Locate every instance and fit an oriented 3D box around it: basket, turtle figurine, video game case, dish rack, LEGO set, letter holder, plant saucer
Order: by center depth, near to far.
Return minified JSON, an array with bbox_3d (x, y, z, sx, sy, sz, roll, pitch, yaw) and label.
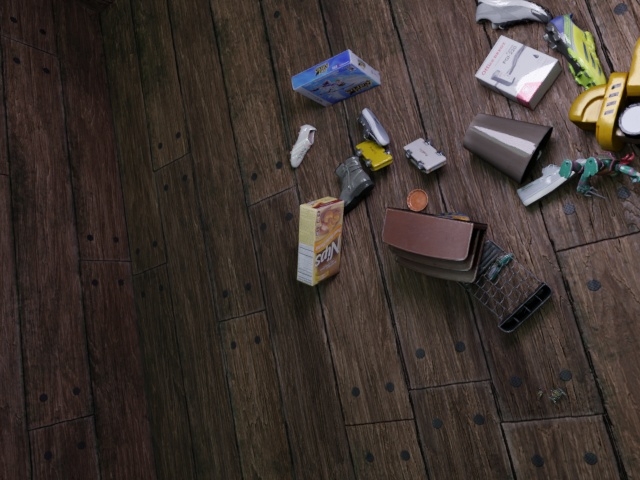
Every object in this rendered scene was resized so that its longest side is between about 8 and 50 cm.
[{"bbox_3d":[0.833,-0.202,1.434,0.175,0.234,0.118,-28,62,58],"label":"turtle figurine"},{"bbox_3d":[0.736,0.484,1.534,0.083,0.024,0.054,14,92,47],"label":"LEGO set"},{"bbox_3d":[0.601,-0.318,1.589,0.227,0.154,0.204,30,97,26],"label":"basket"},{"bbox_3d":[0.586,0.141,1.595,0.271,0.074,0.208,43,110,11],"label":"dish rack"},{"bbox_3d":[0.366,0.021,1.610,0.302,0.152,0.214,14,98,34],"label":"letter holder"},{"bbox_3d":[0.368,-0.152,1.828,0.084,0.013,0.083,-3,84,34],"label":"plant saucer"},{"bbox_3d":[0.065,-0.636,1.929,0.270,0.244,0.061,-14,80,32],"label":"video game case"}]

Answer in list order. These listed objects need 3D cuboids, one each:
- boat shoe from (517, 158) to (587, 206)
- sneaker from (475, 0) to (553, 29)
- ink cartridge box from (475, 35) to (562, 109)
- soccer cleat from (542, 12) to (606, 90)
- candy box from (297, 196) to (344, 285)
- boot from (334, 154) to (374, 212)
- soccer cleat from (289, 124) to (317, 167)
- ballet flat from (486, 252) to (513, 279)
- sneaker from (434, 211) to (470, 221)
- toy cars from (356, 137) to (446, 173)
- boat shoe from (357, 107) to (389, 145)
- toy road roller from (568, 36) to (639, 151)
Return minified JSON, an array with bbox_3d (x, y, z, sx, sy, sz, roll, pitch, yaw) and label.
[{"bbox_3d":[0.736,-0.200,1.548,0.228,0.079,0.081,-39,71,29],"label":"boat shoe"},{"bbox_3d":[0.655,-0.766,1.647,0.272,0.100,0.107,31,118,35],"label":"sneaker"},{"bbox_3d":[0.659,-0.563,1.621,0.218,0.092,0.158,41,108,31],"label":"ink cartridge box"},{"bbox_3d":[0.823,-0.593,1.517,0.121,0.093,0.289,-29,75,4],"label":"soccer cleat"},{"bbox_3d":[0.000,0.000,1.907,0.088,0.183,0.316,17,115,34],"label":"candy box"},{"bbox_3d":[0.102,-0.218,1.953,0.246,0.084,0.161,-43,67,35],"label":"boot"},{"bbox_3d":[-0.077,-0.410,2.115,0.076,0.068,0.196,21,95,30],"label":"soccer cleat"},{"bbox_3d":[0.603,0.081,1.641,0.041,0.041,0.114,45,109,28],"label":"ballet flat"},{"bbox_3d":[0.403,-0.024,1.758,0.297,0.112,0.130,-7,99,35],"label":"sneaker"},{"bbox_3d":[0.301,-0.307,1.835,0.394,0.087,0.176,9,51,34],"label":"toy cars"},{"bbox_3d":[0.198,-0.432,1.899,0.076,0.080,0.228,-44,47,25],"label":"boat shoe"},{"bbox_3d":[0.882,-0.424,1.403,0.241,0.203,0.329,18,98,44],"label":"toy road roller"}]
